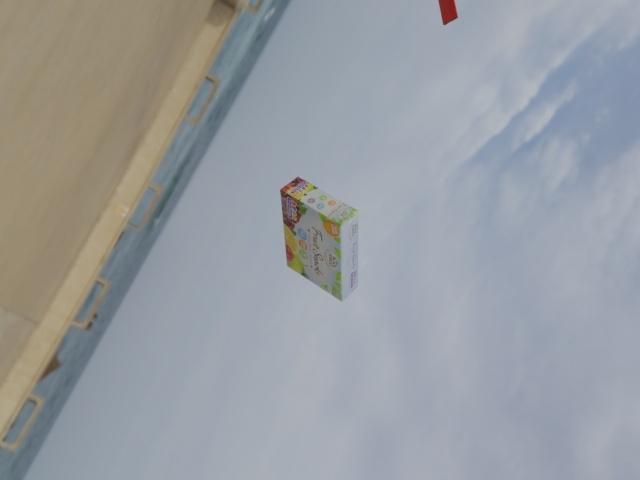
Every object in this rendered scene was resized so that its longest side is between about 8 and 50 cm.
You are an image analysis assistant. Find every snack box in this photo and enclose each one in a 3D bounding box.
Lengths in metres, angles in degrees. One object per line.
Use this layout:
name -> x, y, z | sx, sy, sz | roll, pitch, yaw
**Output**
snack box -> 0.000, 0.000, 0.899 | 0.037, 0.100, 0.141 | -41, 147, -31

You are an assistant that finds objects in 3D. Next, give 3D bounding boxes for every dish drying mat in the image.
dish drying mat -> 0.168, -0.337, 0.960 | 0.032, 0.008, 0.083 | 172, -93, -67
